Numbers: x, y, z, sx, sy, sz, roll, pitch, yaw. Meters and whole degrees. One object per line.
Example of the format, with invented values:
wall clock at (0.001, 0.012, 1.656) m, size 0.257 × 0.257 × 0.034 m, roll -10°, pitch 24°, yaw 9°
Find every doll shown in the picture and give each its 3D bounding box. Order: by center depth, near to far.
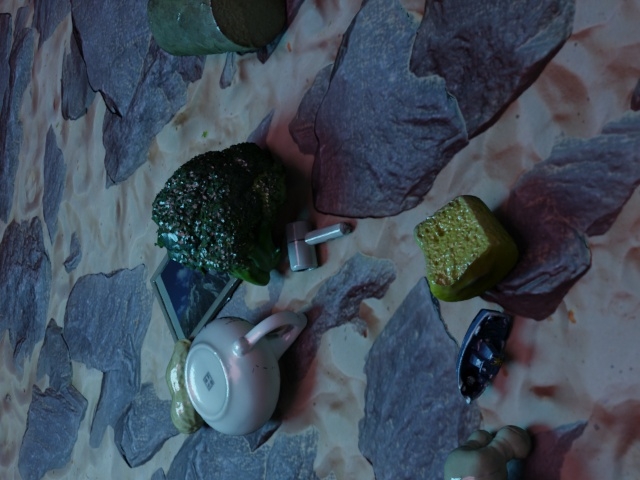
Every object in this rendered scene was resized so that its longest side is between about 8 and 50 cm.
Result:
doll at (0.218, 0.384, 1.181) m, size 0.154 × 0.113 × 0.275 m, roll -5°, pitch 85°, yaw 46°

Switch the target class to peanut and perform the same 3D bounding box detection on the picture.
peanut at (-0.263, 0.288, 1.761) m, size 0.082 × 0.082 × 0.187 m, roll -23°, pitch 71°, yaw 46°

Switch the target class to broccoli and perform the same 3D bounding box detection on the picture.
broccoli at (-0.158, -0.040, 1.550) m, size 0.265 × 0.245 × 0.295 m, roll -25°, pitch 42°, yaw 12°

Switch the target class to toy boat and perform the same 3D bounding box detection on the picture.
toy boat at (0.222, 0.158, 1.217) m, size 0.137 × 0.060 × 0.061 m, roll -69°, pitch 24°, yaw 17°

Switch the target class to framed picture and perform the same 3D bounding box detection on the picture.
framed picture at (-0.252, 0.074, 1.792) m, size 0.281 × 0.019 × 0.209 m, roll -54°, pitch 52°, yaw 34°

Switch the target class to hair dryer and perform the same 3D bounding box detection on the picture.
hair dryer at (0.000, 0.000, 1.490) m, size 0.137 × 0.047 × 0.082 m, roll -18°, pitch 77°, yaw 40°

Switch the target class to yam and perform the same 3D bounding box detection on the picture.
yam at (-0.200, -0.422, 1.635) m, size 0.268 × 0.161 × 0.161 m, roll 9°, pitch 97°, yaw 50°

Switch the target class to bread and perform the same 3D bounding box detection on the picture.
bread at (0.198, 0.015, 1.209) m, size 0.129 × 0.111 × 0.114 m, roll -34°, pitch 58°, yaw 18°

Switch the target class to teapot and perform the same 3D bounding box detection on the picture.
teapot at (-0.136, 0.229, 1.574) m, size 0.300 × 0.165 × 0.208 m, roll -46°, pitch 49°, yaw 30°
